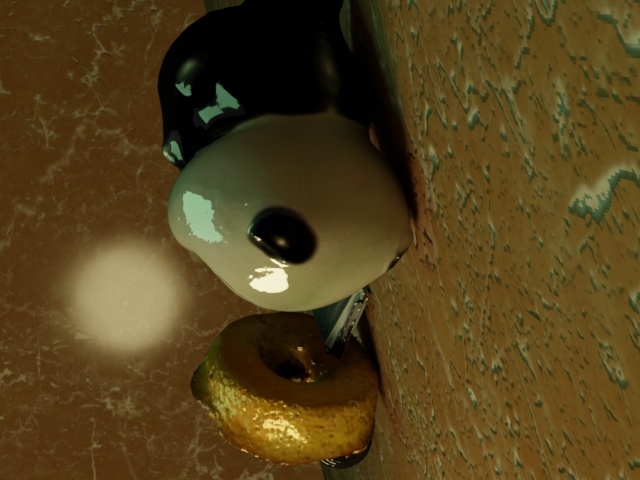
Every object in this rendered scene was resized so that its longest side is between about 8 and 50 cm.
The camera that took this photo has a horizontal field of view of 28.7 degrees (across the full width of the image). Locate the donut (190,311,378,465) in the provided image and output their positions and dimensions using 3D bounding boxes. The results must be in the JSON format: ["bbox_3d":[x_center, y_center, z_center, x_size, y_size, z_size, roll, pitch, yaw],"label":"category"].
[{"bbox_3d":[-0.040,0.190,1.622,0.253,0.253,0.118,-112,30,-54],"label":"donut"}]

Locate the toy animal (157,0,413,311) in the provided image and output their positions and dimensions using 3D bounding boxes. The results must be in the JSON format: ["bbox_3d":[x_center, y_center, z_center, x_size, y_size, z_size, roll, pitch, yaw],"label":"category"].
[{"bbox_3d":[-0.039,-0.062,1.093,0.212,0.212,0.267,87,174,-66],"label":"toy animal"}]

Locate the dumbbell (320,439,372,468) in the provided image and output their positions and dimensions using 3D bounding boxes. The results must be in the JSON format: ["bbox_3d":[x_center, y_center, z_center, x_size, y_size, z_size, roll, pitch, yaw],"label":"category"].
[{"bbox_3d":[0.027,0.301,1.951,0.208,0.099,0.099,160,95,-85],"label":"dumbbell"}]

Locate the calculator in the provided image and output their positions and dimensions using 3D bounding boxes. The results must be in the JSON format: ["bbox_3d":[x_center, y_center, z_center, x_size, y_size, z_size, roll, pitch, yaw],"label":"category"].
[{"bbox_3d":[0.001,0.000,1.606,0.166,0.028,0.274,114,145,-50],"label":"calculator"}]
